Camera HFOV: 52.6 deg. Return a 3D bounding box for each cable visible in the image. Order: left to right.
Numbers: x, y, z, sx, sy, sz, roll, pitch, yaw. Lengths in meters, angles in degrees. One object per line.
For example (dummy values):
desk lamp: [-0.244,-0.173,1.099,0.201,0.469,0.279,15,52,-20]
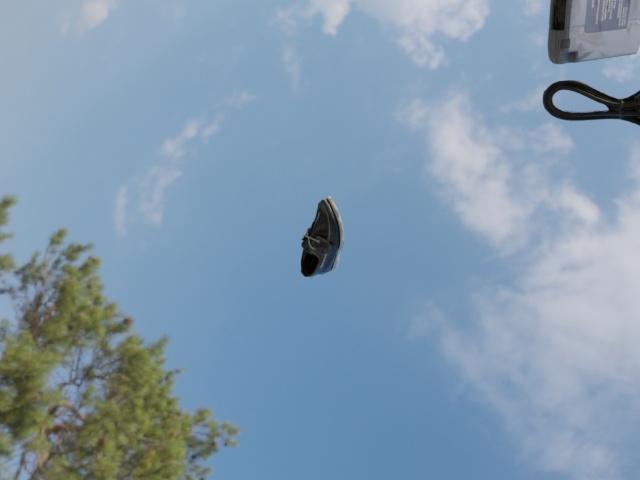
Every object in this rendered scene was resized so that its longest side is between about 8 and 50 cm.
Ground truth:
cable: [0.520,-0.219,1.066,0.287,0.072,0.139,-2,-70,24]

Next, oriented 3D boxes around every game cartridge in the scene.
game cartridge: [0.481,-0.457,1.087,0.062,0.198,0.297,34,-47,56]

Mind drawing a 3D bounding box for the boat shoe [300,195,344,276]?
boat shoe: [0.000,0.000,1.390,0.233,0.079,0.084,99,-32,-52]
